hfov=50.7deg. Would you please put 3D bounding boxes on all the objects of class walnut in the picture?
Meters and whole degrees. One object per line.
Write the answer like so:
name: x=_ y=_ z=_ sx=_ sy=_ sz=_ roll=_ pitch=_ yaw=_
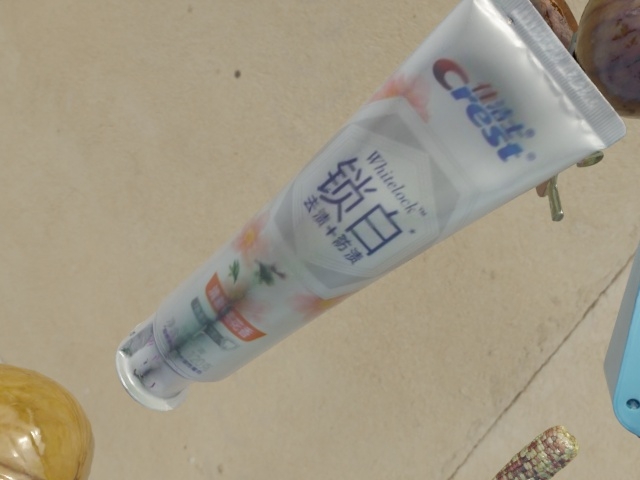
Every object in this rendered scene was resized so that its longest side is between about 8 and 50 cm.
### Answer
walnut: x=-0.271 y=0.174 z=0.555 sx=0.180 sy=0.144 sz=0.144 roll=2 pitch=96 yaw=18

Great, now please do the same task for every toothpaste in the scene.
toothpaste: x=0.000 y=0.000 z=0.384 sx=0.323 sy=0.066 sz=0.100 roll=-39 pitch=88 yaw=27

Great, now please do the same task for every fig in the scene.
fig: x=0.484 y=-0.287 z=1.006 sx=0.214 sy=0.235 sz=0.235 roll=-41 pitch=75 yaw=34

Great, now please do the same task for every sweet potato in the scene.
sweet potato: x=0.526 y=-0.476 z=1.530 sx=0.112 sy=0.112 sz=0.359 roll=-28 pitch=101 yaw=29

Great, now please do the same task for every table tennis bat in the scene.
table tennis bat: x=0.493 y=-0.140 z=1.452 sx=0.022 sy=0.247 sz=0.138 roll=7 pitch=141 yaw=-1

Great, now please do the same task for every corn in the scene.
corn: x=0.470 y=0.517 z=1.523 sx=0.253 sy=0.086 sz=0.086 roll=-47 pitch=72 yaw=15

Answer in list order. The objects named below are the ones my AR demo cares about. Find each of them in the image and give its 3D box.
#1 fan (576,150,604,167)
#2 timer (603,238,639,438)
fan: x=0.599 y=-0.185 z=1.477 sx=0.080 sy=0.060 sz=0.003 roll=124 pitch=141 yaw=-47
timer: x=0.406 y=0.074 z=0.632 sx=0.231 sy=0.091 sz=0.250 roll=10 pitch=112 yaw=12
